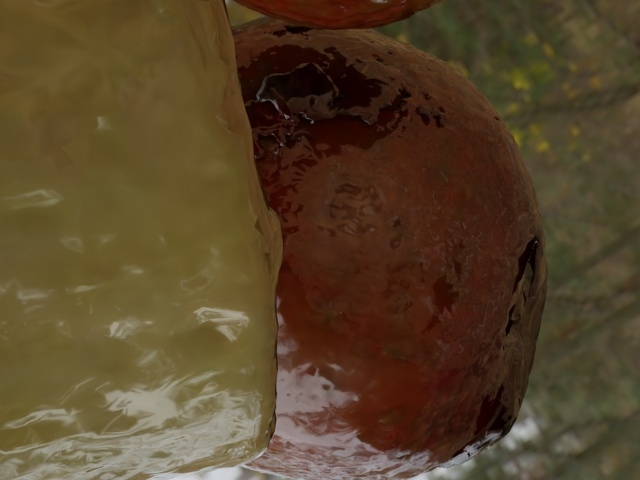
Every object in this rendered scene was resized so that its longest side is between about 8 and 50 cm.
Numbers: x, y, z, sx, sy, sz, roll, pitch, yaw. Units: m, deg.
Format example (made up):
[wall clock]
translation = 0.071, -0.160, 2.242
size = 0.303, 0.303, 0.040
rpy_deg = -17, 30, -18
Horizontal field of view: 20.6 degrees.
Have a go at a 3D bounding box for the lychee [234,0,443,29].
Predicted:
[lychee]
translation = 0.016, -0.222, 0.891
size = 0.300, 0.255, 0.255
rpy_deg = 17, -149, -32

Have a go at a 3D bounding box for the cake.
[cake]
translation = -0.200, -0.040, 0.557
size = 0.332, 0.321, 0.332
rpy_deg = 164, 90, -79

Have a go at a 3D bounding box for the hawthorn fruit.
[hawthorn fruit]
translation = 0.002, 0.009, 1.059
size = 0.316, 0.316, 0.316
rpy_deg = 55, -171, -12
